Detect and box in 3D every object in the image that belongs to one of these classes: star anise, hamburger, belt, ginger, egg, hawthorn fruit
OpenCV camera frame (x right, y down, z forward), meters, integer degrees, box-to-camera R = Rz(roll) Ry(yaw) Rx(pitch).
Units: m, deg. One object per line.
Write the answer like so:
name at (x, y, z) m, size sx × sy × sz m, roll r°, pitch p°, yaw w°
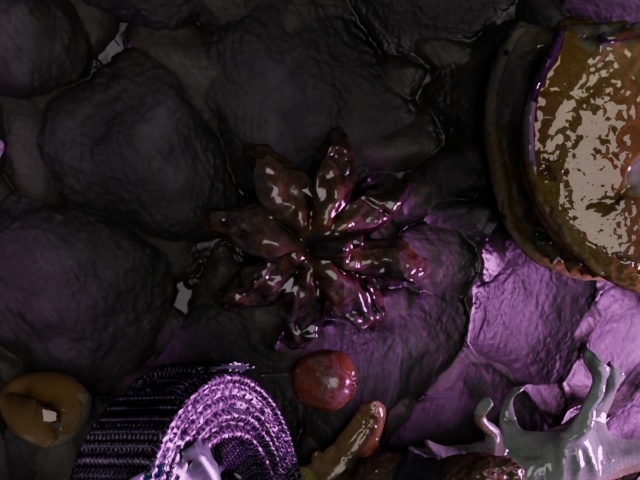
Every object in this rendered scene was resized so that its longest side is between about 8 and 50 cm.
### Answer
star anise at (0.001, 0.000, 0.731) m, size 0.236 × 0.109 × 0.223 m, roll -13°, pitch 94°, yaw -10°
hamburger at (0.323, -0.085, 0.750) m, size 0.318 × 0.195 × 0.277 m, roll 13°, pitch 96°, yaw -12°
belt at (-0.107, 0.276, 0.655) m, size 0.122 × 0.260 × 0.325 m, roll -6°, pitch 97°, yaw 23°
ginger at (0.027, 0.234, 0.792) m, size 0.057 × 0.044 × 0.137 m, roll 43°, pitch 83°, yaw 4°
egg at (-0.266, 0.160, 0.701) m, size 0.083 × 0.071 × 0.071 m, roll 25°, pitch 90°, yaw 0°
hawthorn fruit at (-0.013, 0.143, 0.770) m, size 0.103 × 0.067 × 0.067 m, roll 11°, pitch 94°, yaw 12°

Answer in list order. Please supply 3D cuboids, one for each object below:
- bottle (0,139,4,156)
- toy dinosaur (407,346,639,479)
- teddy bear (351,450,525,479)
bottle at (-0.393, -0.126, 0.646) m, size 0.217 × 0.060 × 0.060 m, roll 35°, pitch 87°, yaw -14°
toy dinosaur at (0.303, 0.223, 0.820) m, size 0.393 × 0.092 × 0.206 m, roll 19°, pitch 101°, yaw -12°
teddy bear at (0.088, 0.277, 0.746) m, size 0.251 × 0.182 × 0.129 m, roll -27°, pitch 79°, yaw 6°
